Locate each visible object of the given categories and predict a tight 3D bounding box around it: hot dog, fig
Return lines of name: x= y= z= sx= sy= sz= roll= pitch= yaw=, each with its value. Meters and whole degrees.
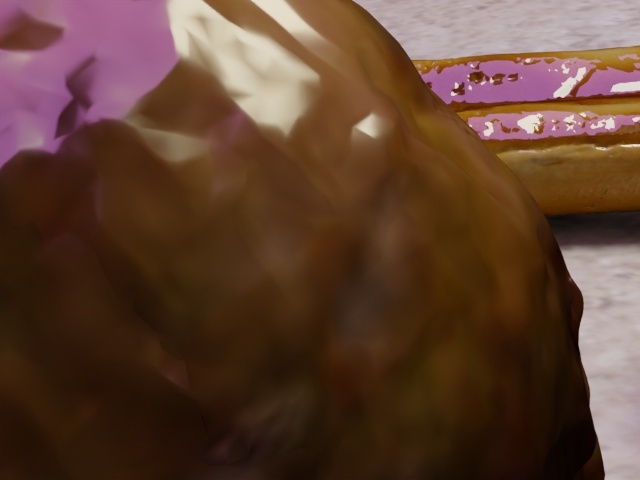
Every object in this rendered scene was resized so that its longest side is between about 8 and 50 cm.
hot dog: x=0.104 y=-0.044 z=0.856 sx=0.250 sy=0.068 sz=0.100 roll=-2 pitch=29 yaw=5
fig: x=-0.129 y=0.077 z=0.435 sx=0.369 sy=0.286 sz=0.286 roll=-40 pitch=31 yaw=-8
